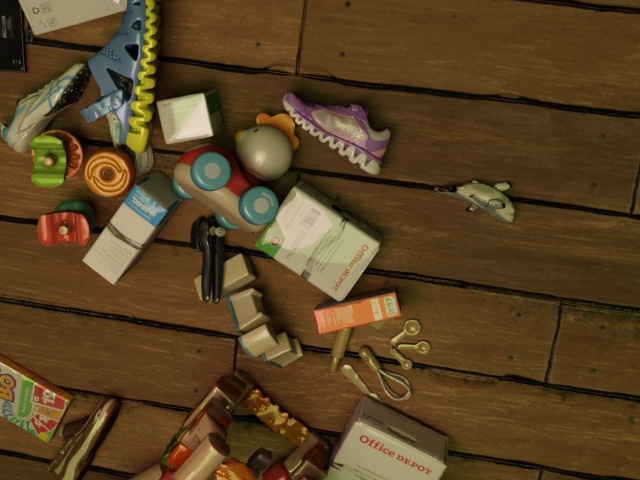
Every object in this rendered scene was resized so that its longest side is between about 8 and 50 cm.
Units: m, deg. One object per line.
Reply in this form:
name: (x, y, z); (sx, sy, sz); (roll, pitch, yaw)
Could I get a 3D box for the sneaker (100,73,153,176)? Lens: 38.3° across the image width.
sneaker: (-0.392, -0.229, 1.837); (0.080, 0.094, 0.212); (-14, 103, 14)

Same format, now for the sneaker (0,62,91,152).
sneaker: (-0.558, -0.279, 1.857); (0.237, 0.085, 0.086); (-42, 88, 14)

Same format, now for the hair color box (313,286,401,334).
hair color box: (0.076, 0.140, 1.846); (0.167, 0.093, 0.053); (-14, 93, 7)

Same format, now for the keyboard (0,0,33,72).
keyboard: (-0.617, -0.430, 1.854); (0.108, 0.023, 0.180); (6, 107, 14)

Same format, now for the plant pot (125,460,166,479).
plant pot: (-0.399, 0.627, 2.021); (0.256, 0.256, 0.274); (42, 91, -4)

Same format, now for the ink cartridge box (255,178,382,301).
ink cartridge box: (0.000, 0.000, 1.845); (0.208, 0.087, 0.153); (35, 107, -1)

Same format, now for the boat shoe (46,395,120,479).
boat shoe: (-0.539, 0.439, 2.051); (0.095, 0.095, 0.257); (33, 108, 5)

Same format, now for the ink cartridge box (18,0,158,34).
ink cartridge box: (-0.417, -0.514, 1.746); (0.333, 0.065, 0.165); (-12, 122, 7)

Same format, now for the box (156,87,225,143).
box: (-0.253, -0.245, 1.807); (0.102, 0.101, 0.087); (-8, 104, 10)

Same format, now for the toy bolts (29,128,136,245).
toy bolts: (-0.474, -0.106, 1.858); (0.218, 0.158, 0.228); (5, 105, -2)

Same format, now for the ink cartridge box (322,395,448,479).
ink cartridge box: (0.115, 0.506, 1.945); (0.211, 0.121, 0.289); (27, 111, 0)

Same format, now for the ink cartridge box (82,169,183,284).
ink cartridge box: (-0.374, -0.028, 1.863); (0.086, 0.148, 0.203); (38, 107, -4)

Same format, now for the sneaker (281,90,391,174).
sneaker: (0.038, -0.229, 1.779); (0.236, 0.095, 0.104); (32, 101, -6)

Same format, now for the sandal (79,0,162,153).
sandal: (-0.372, -0.326, 1.727); (0.138, 0.126, 0.317); (9, 100, -5)

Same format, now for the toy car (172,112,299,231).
toy car: (-0.144, -0.159, 1.788); (0.210, 0.219, 0.238); (36, 76, -15)

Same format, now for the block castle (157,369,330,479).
block castle: (-0.158, 0.466, 1.814); (0.303, 0.453, 0.213); (40, 100, -5)

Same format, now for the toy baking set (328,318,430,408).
toy baking set: (0.116, 0.246, 1.926); (0.197, 0.030, 0.256); (22, 108, 2)

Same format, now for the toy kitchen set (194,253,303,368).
toy kitchen set: (-0.148, 0.162, 1.929); (0.122, 0.166, 0.207); (-28, 63, 14)

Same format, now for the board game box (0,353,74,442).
board game box: (-0.697, 0.340, 2.078); (0.259, 0.039, 0.124); (31, 107, 2)

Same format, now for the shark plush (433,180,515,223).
shark plush: (0.301, -0.074, 1.798); (0.161, 0.073, 0.067); (7, 137, 2)

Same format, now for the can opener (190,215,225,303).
can opener: (-0.222, 0.038, 1.881); (0.073, 0.059, 0.186); (-25, 68, 52)
